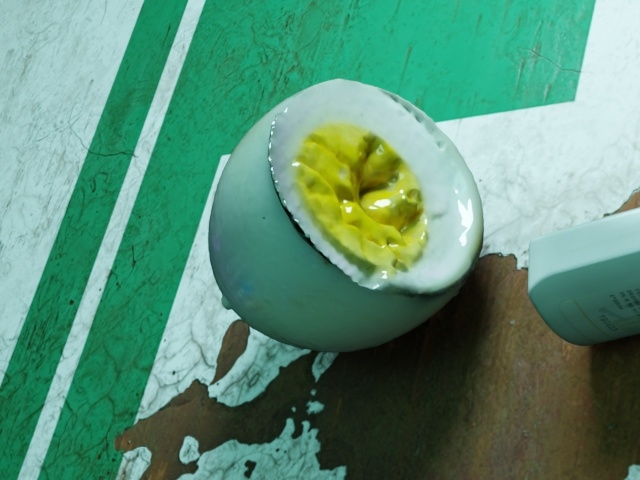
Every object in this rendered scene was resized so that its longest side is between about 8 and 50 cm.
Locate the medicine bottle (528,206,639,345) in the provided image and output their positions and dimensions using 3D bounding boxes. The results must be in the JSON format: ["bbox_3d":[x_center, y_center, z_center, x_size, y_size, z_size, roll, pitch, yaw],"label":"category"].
[{"bbox_3d":[0.422,0.027,1.754,0.324,0.179,0.124,-16,50,33],"label":"medicine bottle"}]

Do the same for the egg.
[{"bbox_3d":[0.000,0.000,2.048,0.340,0.355,0.354,-42,35,47],"label":"egg"}]
